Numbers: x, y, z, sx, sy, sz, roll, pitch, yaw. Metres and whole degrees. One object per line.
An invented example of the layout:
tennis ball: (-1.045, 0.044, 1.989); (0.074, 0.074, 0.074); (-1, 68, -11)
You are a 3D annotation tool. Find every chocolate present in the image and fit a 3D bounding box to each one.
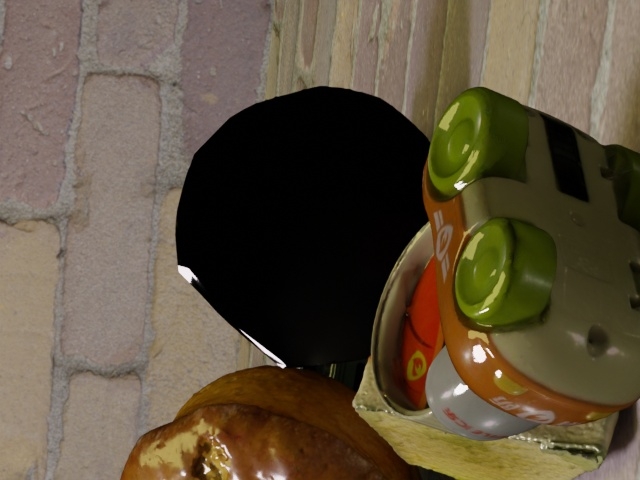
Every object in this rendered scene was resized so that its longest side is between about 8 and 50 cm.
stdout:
chocolate: (0.000, 0.000, 1.710); (0.186, 0.284, 0.283); (111, 162, -77)

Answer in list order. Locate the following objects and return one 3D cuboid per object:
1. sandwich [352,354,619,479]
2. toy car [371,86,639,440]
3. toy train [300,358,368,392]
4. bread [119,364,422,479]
sandwich: (0.139, 0.144, 1.248); (0.162, 0.193, 0.058); (49, -124, -53)
toy car: (0.113, 0.041, 1.119); (0.235, 0.145, 0.235); (-45, 34, 43)
toy train: (0.040, 0.094, 1.843); (0.086, 0.089, 0.409); (178, 104, -71)
bread: (-0.042, 0.260, 1.674); (0.172, 0.312, 0.312); (-58, -17, -52)
